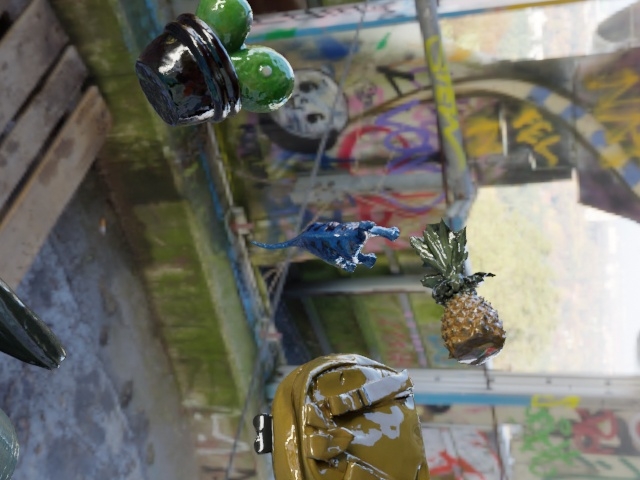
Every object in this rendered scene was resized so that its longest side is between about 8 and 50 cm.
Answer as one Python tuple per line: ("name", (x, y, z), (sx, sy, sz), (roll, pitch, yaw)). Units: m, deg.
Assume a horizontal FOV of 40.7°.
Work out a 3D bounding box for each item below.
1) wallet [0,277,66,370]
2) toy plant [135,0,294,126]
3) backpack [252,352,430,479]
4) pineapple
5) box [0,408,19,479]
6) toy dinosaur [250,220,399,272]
("wallet", (-0.303, 0.013, 0.648), (0.052, 0.245, 0.169), (-54, 144, -29))
("toy plant", (-0.166, -0.281, 1.397), (0.235, 0.175, 0.218), (-33, 116, -21))
("backpack", (0.047, 0.367, 1.575), (0.378, 0.201, 0.354), (31, 42, -43))
("pineapple", (0.245, 0.093, 1.569), (0.119, 0.130, 0.277), (18, 41, -28))
("box", (-0.447, 0.221, 0.883), (0.149, 0.226, 0.226), (62, 31, -31))
("toy dinosaur", (0.030, 0.006, 1.405), (0.144, 0.329, 0.076), (14, 79, -34))
